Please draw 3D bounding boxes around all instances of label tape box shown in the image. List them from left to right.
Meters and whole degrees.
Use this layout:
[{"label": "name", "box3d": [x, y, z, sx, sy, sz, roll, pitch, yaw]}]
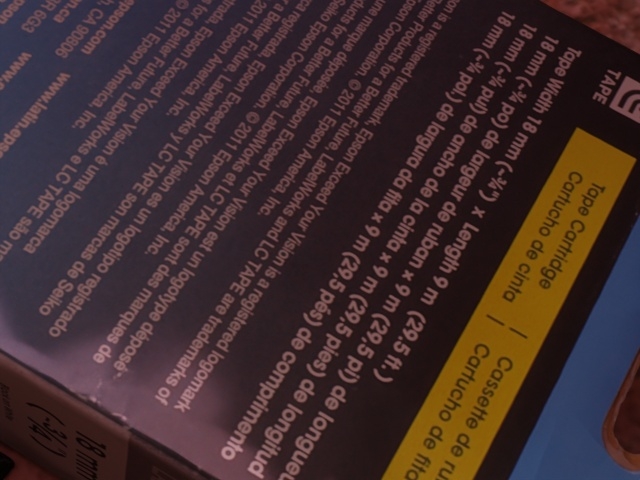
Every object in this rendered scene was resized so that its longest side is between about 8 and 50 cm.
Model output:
[{"label": "label tape box", "box3d": [0.000, 0.000, 0.481, 0.333, 0.106, 0.241, 30, 60, 6]}]

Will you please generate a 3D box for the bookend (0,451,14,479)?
[{"label": "bookend", "box3d": [-0.171, 0.085, 0.375, 0.072, 0.156, 0.157, 31, 60, 7]}]
